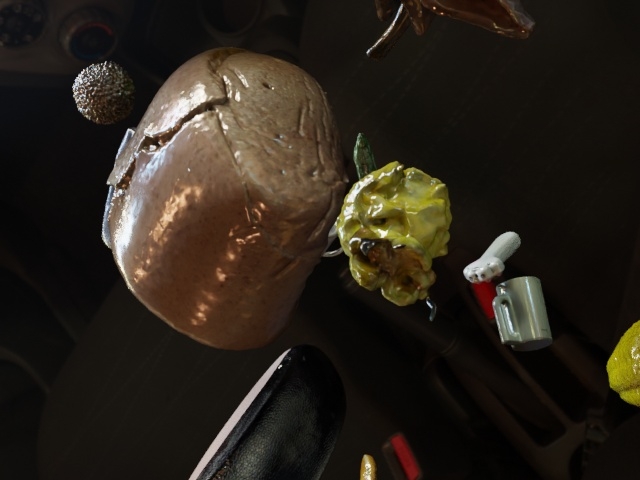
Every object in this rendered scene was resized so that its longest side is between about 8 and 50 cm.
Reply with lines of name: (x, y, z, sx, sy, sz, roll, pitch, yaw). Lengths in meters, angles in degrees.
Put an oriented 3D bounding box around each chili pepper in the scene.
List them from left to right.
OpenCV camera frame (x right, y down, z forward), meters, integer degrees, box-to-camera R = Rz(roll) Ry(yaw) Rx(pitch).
chili pepper: (0.111, -0.153, 1.483, 0.059, 0.088, 0.226, -13, 132, 3)

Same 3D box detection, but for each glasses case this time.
glasses case: (-0.054, 0.238, 0.714, 0.075, 0.314, 0.122, -24, 106, 35)

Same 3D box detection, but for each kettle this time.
kettle: (0.446, 0.161, 1.403, 0.098, 0.127, 0.147, -18, 61, 25)

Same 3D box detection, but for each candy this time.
candy: (0.382, 0.147, 0.736, 0.094, 0.199, 0.106, 30, 77, 17)

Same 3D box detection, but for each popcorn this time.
popcorn: (0.113, -0.010, 0.899, 0.169, 0.195, 0.173, -21, 127, 2)

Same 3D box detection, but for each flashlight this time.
flashlight: (0.395, 0.040, 1.436, 0.093, 0.200, 0.047, -20, 102, 45)

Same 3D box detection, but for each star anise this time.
star anise: (0.099, -0.334, 0.677, 0.292, 0.109, 0.349, 35, 155, 45)

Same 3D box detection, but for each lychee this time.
lychee: (-0.244, -0.166, 0.722, 0.083, 0.067, 0.068, 22, 68, 49)

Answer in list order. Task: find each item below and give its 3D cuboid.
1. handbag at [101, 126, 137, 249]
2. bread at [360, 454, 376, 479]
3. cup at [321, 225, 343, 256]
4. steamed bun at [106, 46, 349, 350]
handbag: (-0.271, -0.089, 1.324, 0.178, 0.302, 0.274, 17, 95, 42)
bread: (0.070, 0.379, 0.954, 0.025, 0.110, 0.110, 4, 102, 5)
cup: (-0.006, -0.008, 1.699, 0.099, 0.136, 0.133, 60, 136, 26)
steamed bun: (-0.113, -0.062, 0.657, 0.301, 0.199, 0.251, -111, 36, -47)
